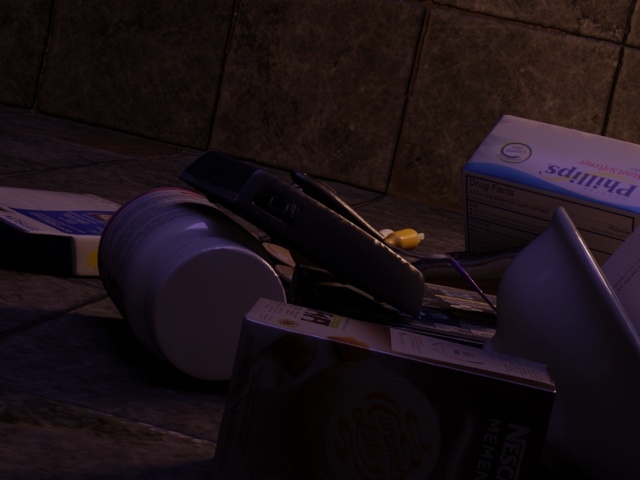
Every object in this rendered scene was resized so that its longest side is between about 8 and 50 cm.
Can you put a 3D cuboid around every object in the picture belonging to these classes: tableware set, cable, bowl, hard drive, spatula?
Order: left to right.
[{"bbox_3d":[-0.042,0.053,2.005,0.128,0.039,0.194,26,9,-18],"label":"tableware set"},{"bbox_3d":[-0.014,-0.010,1.491,0.254,0.054,0.172,32,-4,-29],"label":"hard drive"},{"bbox_3d":[0.051,0.023,2.065,0.139,0.072,0.287,-19,-8,21],"label":"cable"},{"bbox_3d":[0.089,0.005,1.549,0.296,0.030,0.084,30,7,-14],"label":"spatula"},{"bbox_3d":[0.244,0.128,1.334,0.134,0.298,0.298,-30,1,11],"label":"bowl"}]

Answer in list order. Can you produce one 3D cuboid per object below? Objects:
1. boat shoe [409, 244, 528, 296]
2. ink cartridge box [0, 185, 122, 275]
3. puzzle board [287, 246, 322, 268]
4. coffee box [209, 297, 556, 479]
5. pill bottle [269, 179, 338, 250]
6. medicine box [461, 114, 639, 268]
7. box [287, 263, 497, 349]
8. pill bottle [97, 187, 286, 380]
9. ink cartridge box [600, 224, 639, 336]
[{"bbox_3d":[0.210,0.076,1.971,0.324,0.116,0.123,-7,7,39],"label":"boat shoe"},{"bbox_3d":[-0.357,-0.015,1.929,0.307,0.072,0.303,1,14,-45],"label":"ink cartridge box"},{"bbox_3d":[0.000,0.000,1.644,0.096,0.011,0.128,12,-27,21],"label":"puzzle board"},{"bbox_3d":[0.050,0.145,1.129,0.246,0.141,0.098,12,7,4],"label":"coffee box"},{"bbox_3d":[-0.025,-0.032,2.339,0.122,0.123,0.219,12,8,1],"label":"pill bottle"},{"bbox_3d":[0.353,-0.003,2.033,0.263,0.289,0.149,16,46,25],"label":"medicine box"},{"bbox_3d":[0.166,0.121,1.643,0.394,0.097,0.318,10,10,-8],"label":"box"},{"bbox_3d":[-0.136,0.043,1.491,0.160,0.160,0.283,9,8,-19],"label":"pill bottle"},{"bbox_3d":[0.442,0.117,1.527,0.198,0.115,0.273,27,20,-40],"label":"ink cartridge box"}]
